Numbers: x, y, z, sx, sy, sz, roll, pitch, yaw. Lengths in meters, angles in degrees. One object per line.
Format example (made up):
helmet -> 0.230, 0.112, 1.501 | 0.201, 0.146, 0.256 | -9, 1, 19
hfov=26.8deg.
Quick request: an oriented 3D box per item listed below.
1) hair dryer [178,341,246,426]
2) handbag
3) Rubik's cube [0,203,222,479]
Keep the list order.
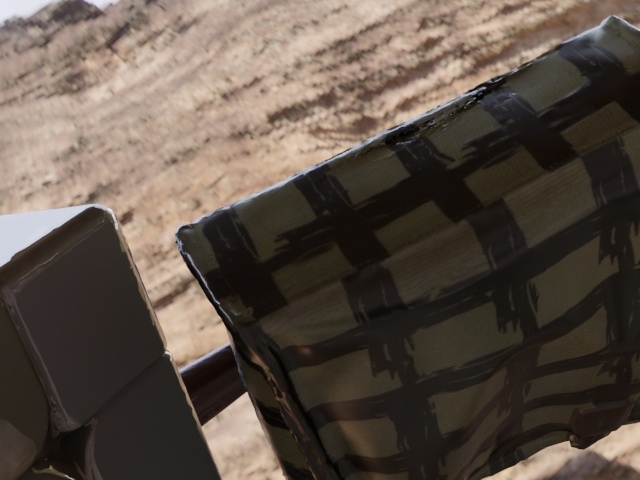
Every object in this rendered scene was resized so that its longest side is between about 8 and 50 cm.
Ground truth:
hair dryer -> -0.206, 0.127, 1.373 | 0.312, 0.123, 0.340 | -36, -39, -27
handbag -> 0.106, 0.059, 0.902 | 0.325, 0.162, 0.327 | -26, -48, -8
Rubik's cube -> -0.296, 0.206, 0.889 | 0.347, 0.346, 0.344 | -43, -60, -48
